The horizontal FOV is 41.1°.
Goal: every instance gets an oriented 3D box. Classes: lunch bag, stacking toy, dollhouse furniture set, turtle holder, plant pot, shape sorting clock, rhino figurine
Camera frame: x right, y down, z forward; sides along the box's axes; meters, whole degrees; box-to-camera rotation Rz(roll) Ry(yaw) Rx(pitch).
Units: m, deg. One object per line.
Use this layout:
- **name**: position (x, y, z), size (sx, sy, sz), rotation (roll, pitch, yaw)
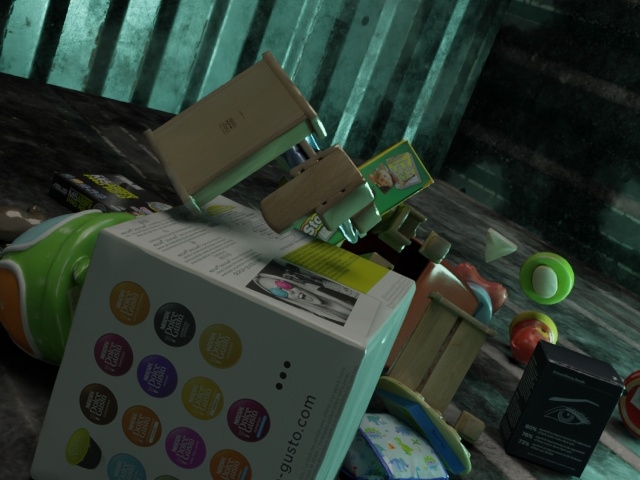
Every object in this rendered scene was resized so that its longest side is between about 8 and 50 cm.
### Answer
- **lunch bag**: position (0.102, 0.331, 1.299), size (0.128, 0.096, 0.151), rotation (9, 10, -39)
- **stacking toy**: position (0.459, 0.147, 2.092), size (0.308, 0.280, 0.130), rotation (26, 27, 11)
- **dollhouse furniture set**: position (0.201, 0.154, 1.620), size (0.355, 0.303, 0.174), rotation (35, -10, -9)
- **turtle holder**: position (-0.360, 0.048, 1.324), size (0.227, 0.243, 0.320), rotation (6, 49, 26)
- **plant pot**: position (0.174, 0.127, 1.836), size (0.235, 0.267, 0.267), rotation (28, 9, -36)
- **dollhouse furniture set**: position (-0.052, -0.048, 1.178), size (0.286, 0.198, 0.303), rotation (56, 0, 31)
- **shape sorting clock**: position (0.167, 0.299, 1.387), size (0.206, 0.040, 0.206), rotation (47, -15, 16)
- **rhino figurine**: position (-0.568, -0.027, 1.668), size (0.243, 0.073, 0.106), rotation (14, 13, -30)
- **plant pot**: position (0.780, 0.370, 1.916), size (0.174, 0.191, 0.191), rotation (-1, 26, -34)

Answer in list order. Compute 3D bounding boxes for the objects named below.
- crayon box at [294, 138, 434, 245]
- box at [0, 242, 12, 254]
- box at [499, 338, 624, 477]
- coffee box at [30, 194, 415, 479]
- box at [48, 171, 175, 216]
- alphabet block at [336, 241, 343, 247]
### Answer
- **crayon box**: position (-0.001, -0.038, 1.641), size (0.106, 0.362, 0.313), rotation (58, -14, -4)
- **box**: position (-0.533, 0.066, 1.452), size (0.190, 0.045, 0.184), rotation (27, 14, 21)
- **box**: position (0.450, 0.314, 1.605), size (0.153, 0.207, 0.108), rotation (21, 15, -2)
- **coffee box**: position (-0.110, 0.169, 1.108), size (0.334, 0.338, 0.338), rotation (23, 16, 11)
- **box**: position (-0.468, -0.081, 2.006), size (0.270, 0.060, 0.216), rotation (30, 18, 28)
- **alphabet block**: position (0.000, 0.000, 2.116), size (0.197, 0.193, 0.193), rotation (13, 19, -31)
